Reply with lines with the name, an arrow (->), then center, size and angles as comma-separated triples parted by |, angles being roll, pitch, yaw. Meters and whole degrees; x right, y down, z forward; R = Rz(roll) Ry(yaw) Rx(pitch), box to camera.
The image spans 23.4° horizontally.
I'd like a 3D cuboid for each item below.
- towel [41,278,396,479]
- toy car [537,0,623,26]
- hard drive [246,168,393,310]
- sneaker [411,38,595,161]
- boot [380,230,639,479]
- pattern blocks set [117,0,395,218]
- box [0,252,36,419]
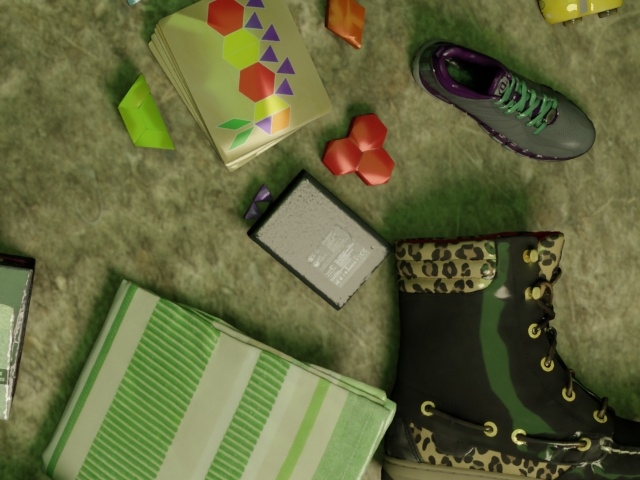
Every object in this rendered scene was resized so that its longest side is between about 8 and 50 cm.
towel -> -0.113, 0.212, 1.644 | 0.325, 0.038, 0.248 | 25, 90, 6
toy car -> 0.388, -0.282, 1.717 | 0.225, 0.053, 0.239 | 42, 88, -9
hard drive -> 0.000, 0.000, 1.679 | 0.135, 0.022, 0.094 | 40, 93, -20
sneaker -> 0.205, -0.147, 1.676 | 0.223, 0.098, 0.083 | 24, 90, -10
boot -> 0.247, 0.132, 1.663 | 0.377, 0.138, 0.284 | -2, 92, 13
pattern blocks set -> -0.080, -0.181, 1.661 | 0.285, 0.026, 0.325 | -18, 100, -8
box -> -0.426, 0.083, 1.573 | 0.247, 0.142, 0.163 | 9, 93, -9
